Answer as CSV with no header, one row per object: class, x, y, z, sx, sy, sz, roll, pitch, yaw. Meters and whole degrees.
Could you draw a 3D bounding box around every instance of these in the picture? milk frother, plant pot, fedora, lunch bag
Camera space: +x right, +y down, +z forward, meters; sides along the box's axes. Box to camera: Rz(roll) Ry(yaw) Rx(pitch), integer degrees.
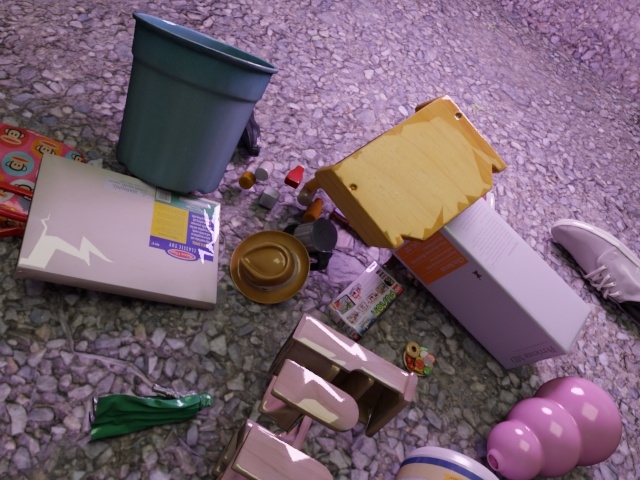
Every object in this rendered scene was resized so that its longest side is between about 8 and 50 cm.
milk frother,0.000,0.000,1.443,0.143,0.135,0.129,-32,104,-34
plant pot,-0.313,-0.310,1.354,0.341,0.334,0.341,20,19,-7
fedora,-0.124,0.054,1.341,0.195,0.079,0.194,-2,74,6
lunch bag,-0.690,-0.122,1.250,0.293,0.120,0.258,19,56,-13

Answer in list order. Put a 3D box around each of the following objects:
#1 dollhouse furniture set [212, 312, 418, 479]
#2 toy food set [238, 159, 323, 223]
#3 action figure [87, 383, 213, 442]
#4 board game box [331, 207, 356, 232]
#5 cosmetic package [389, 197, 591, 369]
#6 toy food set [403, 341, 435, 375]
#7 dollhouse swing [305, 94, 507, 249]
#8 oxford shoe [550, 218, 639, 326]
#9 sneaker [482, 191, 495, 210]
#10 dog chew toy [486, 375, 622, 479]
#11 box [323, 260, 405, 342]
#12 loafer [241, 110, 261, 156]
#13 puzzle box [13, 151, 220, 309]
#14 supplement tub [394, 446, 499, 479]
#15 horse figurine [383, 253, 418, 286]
dollhouse furniture set,-0.016,0.369,1.024,0.257,0.362,0.394,30,42,-1
toy food set,-0.092,-0.147,1.531,0.232,0.111,0.104,26,34,-1
action figure,-0.318,0.321,1.102,0.232,0.137,0.063,3,42,-32
board game box,0.160,-0.118,1.669,0.145,0.027,0.281,35,50,5
cosmetic package,0.417,0.095,1.445,0.453,0.230,0.161,45,59,1
toy food set,0.243,0.294,1.412,0.083,0.020,0.083,22,50,-8
dollhouse swing,0.181,-0.139,1.402,0.347,0.305,0.315,-35,83,-19
oxford shoe,0.890,0.104,1.753,0.449,0.169,0.130,43,73,9
sneaker,0.456,-0.039,1.713,0.119,0.107,0.279,8,48,4
dog chew toy,0.526,0.446,1.320,0.332,0.206,0.206,-16,64,-23
box,0.115,0.151,1.449,0.114,0.036,0.207,43,51,10
loafer,-0.219,-0.321,1.623,0.078,0.076,0.223,-5,54,-20
puzzle box,-0.416,-0.011,1.249,0.409,0.052,0.272,16,56,-30
supplement tub,0.205,0.576,1.058,0.228,0.228,0.316,35,50,3
horse figurine,0.307,0.056,1.584,0.263,0.066,0.174,17,57,-15
